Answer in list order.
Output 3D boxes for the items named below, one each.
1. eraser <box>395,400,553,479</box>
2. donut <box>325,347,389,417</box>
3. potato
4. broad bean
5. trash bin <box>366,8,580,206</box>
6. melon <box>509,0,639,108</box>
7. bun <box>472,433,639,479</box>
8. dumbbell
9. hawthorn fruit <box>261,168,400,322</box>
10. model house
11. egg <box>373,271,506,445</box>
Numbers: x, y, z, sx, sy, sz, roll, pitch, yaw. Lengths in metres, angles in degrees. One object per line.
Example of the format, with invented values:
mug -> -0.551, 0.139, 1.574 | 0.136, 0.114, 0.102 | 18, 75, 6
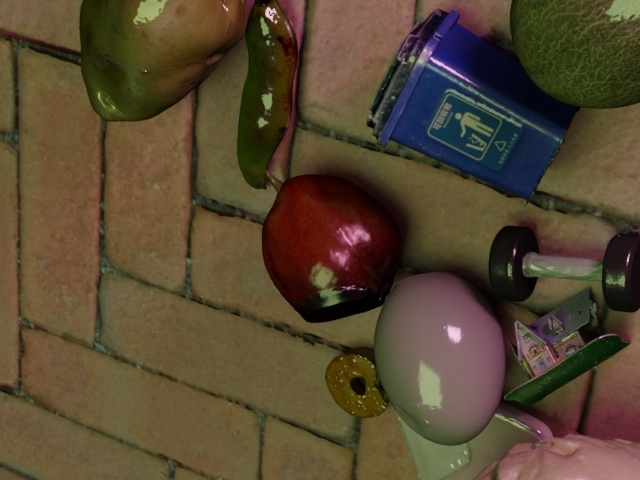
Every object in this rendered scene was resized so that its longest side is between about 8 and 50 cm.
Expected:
eraser -> 0.223, 0.283, 2.111 | 0.243, 0.059, 0.204 | -8, 106, 36
donut -> 0.058, 0.206, 2.189 | 0.097, 0.043, 0.108 | 1, 112, 31
potato -> -0.228, -0.286, 2.046 | 0.351, 0.202, 0.218 | -49, 47, 42
broad bean -> -0.072, -0.215, 2.069 | 0.077, 0.061, 0.339 | 12, 118, 11
trash bin -> 0.196, -0.169, 1.872 | 0.234, 0.184, 0.162 | 29, 124, 5
melon -> 0.347, -0.277, 1.672 | 0.302, 0.237, 0.237 | -36, 90, 40
bun -> 0.318, 0.380, 1.959 | 0.365, 0.365, 0.219 | -51, 46, 36
dumbbell -> 0.320, 0.036, 1.916 | 0.191, 0.100, 0.100 | 5, 113, 31
hawthorn fruit -> 0.000, 0.000, 2.057 | 0.251, 0.189, 0.189 | 50, 129, 21
model house -> 0.307, 0.135, 1.963 | 0.167, 0.117, 0.088 | -35, 65, 20
egg -> 0.162, 0.160, 2.006 | 0.176, 0.176, 0.232 | -17, 71, 36
